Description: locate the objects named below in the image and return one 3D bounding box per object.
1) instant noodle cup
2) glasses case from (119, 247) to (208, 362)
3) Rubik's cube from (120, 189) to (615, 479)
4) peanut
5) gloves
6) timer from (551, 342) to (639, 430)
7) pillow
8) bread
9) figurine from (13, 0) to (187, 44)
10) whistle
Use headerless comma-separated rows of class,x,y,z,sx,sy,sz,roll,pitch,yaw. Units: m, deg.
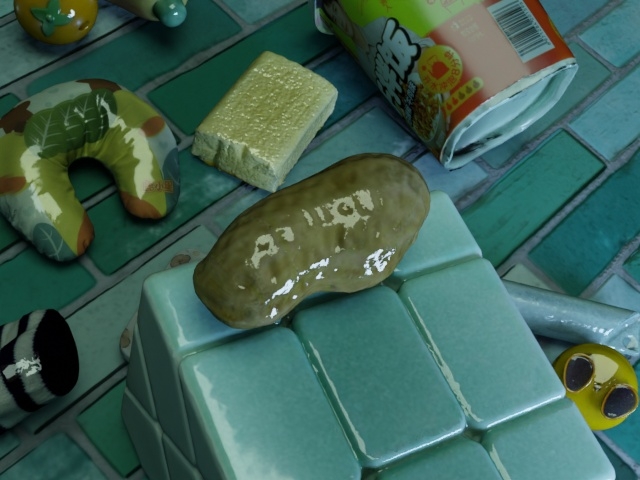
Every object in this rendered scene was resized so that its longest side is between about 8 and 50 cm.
instant noodle cup,0.170,-0.282,1.286,0.294,0.294,0.308,-25,74,-27
glasses case,-0.171,0.077,1.093,0.063,0.041,0.164,27,55,3
Rubik's cube,0.015,0.189,0.905,0.316,0.319,0.322,-18,65,-24
peanut,0.000,0.000,0.771,0.226,0.095,0.108,-26,64,-27
gloves,-0.367,0.145,0.964,0.219,0.131,0.140,-21,64,8
timer,0.327,0.175,1.149,0.107,0.109,0.107,-1,82,5
pillow,-0.285,-0.094,1.155,0.233,0.086,0.214,-25,78,-30
bread,-0.069,-0.159,1.255,0.125,0.068,0.188,29,55,5
figurine,-0.339,-0.356,1.281,0.325,0.124,0.222,3,61,-10
whistle,0.257,0.084,1.192,0.312,0.062,0.062,14,56,-6
